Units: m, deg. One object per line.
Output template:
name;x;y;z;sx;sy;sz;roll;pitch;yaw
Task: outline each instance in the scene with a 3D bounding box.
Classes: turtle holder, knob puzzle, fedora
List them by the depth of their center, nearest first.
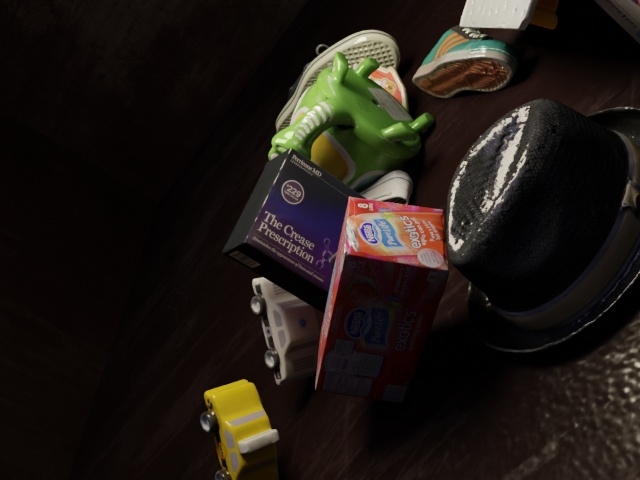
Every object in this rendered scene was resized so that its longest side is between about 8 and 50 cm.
fedora;0.245;-0.043;0.848;0.334;0.152;0.334;-48;22;26
turtle holder;0.052;-0.188;1.358;0.227;0.243;0.320;-46;13;29
knob puzzle;0.115;-0.278;1.542;0.213;0.030;0.213;1;91;48

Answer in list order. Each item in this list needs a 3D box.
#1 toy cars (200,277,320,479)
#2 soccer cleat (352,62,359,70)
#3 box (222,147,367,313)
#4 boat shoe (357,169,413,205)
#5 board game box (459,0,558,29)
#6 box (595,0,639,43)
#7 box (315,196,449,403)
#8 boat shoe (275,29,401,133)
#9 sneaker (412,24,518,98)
toy cars;-0.077;0.228;1.170;0.087;0.176;0.394;-21;41;50
soccer cleat;0.031;-0.292;1.726;0.331;0.143;0.116;-41;24;38
box;0.000;0.000;1.195;0.103;0.261;0.184;-23;40;58
boat shoe;0.077;-0.045;1.342;0.226;0.083;0.076;-42;24;35
board game box;0.323;-0.494;1.039;0.390;0.050;0.390;-92;18;-73
box;0.412;-0.297;0.845;0.038;0.145;0.186;-59;20;-5
box;0.074;0.082;0.946;0.123;0.128;0.257;-84;3;-50
boat shoe;0.035;-0.402;1.834;0.500;0.186;0.156;-34;36;58
sneaker;0.266;-0.338;1.300;0.121;0.108;0.302;-63;19;-3
